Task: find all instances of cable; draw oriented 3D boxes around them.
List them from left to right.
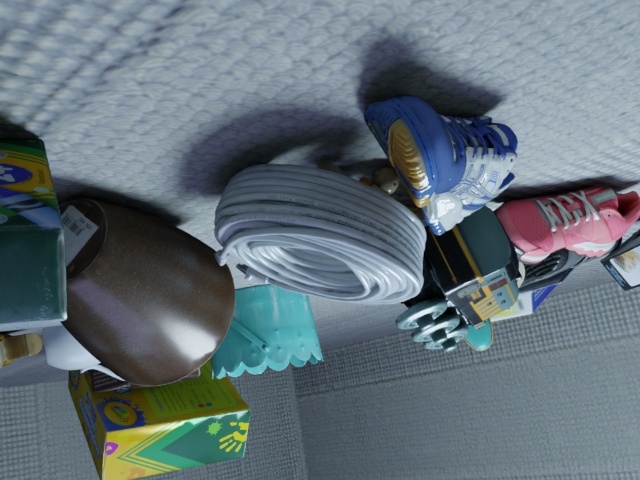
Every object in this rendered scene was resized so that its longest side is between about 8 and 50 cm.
[{"bbox_3d":[0.000,0.000,0.818,0.256,0.089,0.257,18,161,-1],"label":"cable"}]

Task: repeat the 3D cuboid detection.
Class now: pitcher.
[{"bbox_3d":[-0.480,0.231,1.477,0.207,0.178,0.125,-6,-165,-23],"label":"pitcher"}]

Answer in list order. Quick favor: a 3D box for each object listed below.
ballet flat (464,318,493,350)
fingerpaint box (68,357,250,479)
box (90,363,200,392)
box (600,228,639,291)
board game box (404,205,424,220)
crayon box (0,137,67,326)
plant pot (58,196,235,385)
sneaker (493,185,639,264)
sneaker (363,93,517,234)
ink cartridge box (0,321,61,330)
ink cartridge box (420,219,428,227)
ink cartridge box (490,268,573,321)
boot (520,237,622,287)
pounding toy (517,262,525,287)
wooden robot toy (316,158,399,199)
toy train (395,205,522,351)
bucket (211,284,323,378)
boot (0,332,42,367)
[{"bbox_3d":[0.321,0.139,1.566,0.080,0.232,0.073,-27,179,4],"label":"ballet flat"},{"bbox_3d":[-0.449,0.428,1.859,0.370,0.163,0.444,-2,-158,-31],"label":"fingerpaint box"},{"bbox_3d":[-0.430,0.268,1.676,0.168,0.167,0.203,-20,163,40],"label":"box"},{"bbox_3d":[0.706,-0.002,1.374,0.169,0.087,0.290,-36,171,-12],"label":"box"},{"bbox_3d":[0.134,-0.019,1.151,0.124,0.039,0.259,-22,164,40],"label":"board game box"},{"bbox_3d":[-0.364,-0.009,0.500,0.322,0.083,0.203,-4,-153,-25],"label":"crayon box"},{"bbox_3d":[-0.249,0.046,0.854,0.215,0.216,0.230,-12,151,12],"label":"plant pot"},{"bbox_3d":[0.411,-0.047,1.137,0.313,0.116,0.136,-3,150,-34],"label":"sneaker"},{"bbox_3d":[0.137,-0.099,0.724,0.130,0.112,0.296,-30,164,10],"label":"sneaker"},{"bbox_3d":[-0.549,0.117,1.176,0.323,0.072,0.330,-3,164,-27],"label":"ink cartridge box"},{"bbox_3d":[0.151,0.016,1.135,0.208,0.045,0.206,-9,164,-1],"label":"ink cartridge box"},{"bbox_3d":[0.492,0.115,1.685,0.307,0.072,0.303,-15,-174,38],"label":"ink cartridge box"},{"bbox_3d":[0.482,0.049,1.535,0.222,0.118,0.338,-10,175,-31],"label":"boot"},{"bbox_3d":[0.308,0.021,1.358,0.182,0.110,0.237,3,136,-7],"label":"pounding toy"},{"bbox_3d":[0.060,-0.066,0.863,0.173,0.079,0.076,33,175,-37],"label":"wooden robot toy"},{"bbox_3d":[0.203,0.063,1.022,0.190,0.142,0.334,-26,155,12],"label":"toy train"},{"bbox_3d":[-0.138,0.216,1.631,0.280,0.183,0.281,-9,166,-2],"label":"bucket"},{"bbox_3d":[-0.779,0.250,1.497,0.211,0.104,0.295,-13,171,13],"label":"boot"}]
